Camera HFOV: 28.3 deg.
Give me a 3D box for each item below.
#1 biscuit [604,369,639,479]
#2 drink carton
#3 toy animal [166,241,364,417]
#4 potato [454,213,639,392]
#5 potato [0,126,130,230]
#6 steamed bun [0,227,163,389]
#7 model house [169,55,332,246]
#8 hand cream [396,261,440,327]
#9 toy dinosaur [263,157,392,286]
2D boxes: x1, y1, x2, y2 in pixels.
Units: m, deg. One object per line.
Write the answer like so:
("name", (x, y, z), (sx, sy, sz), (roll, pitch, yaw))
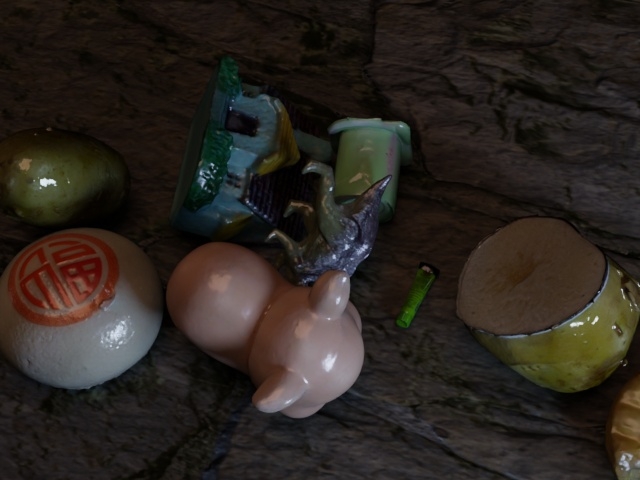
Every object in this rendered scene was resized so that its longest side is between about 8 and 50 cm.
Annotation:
("biscuit", (0.562, 0.274, 1.873), (0.274, 0.091, 0.213), (6, 60, 13))
("drink carton", (0.077, -0.112, 2.168), (0.144, 0.146, 0.142), (4, 66, 10))
("toy animal", (-0.079, 0.129, 1.956), (0.326, 0.269, 0.237), (34, 83, -17))
("potato", (0.357, 0.111, 1.963), (0.246, 0.196, 0.299), (-38, 31, -2))
("potato", (-0.444, -0.103, 2.140), (0.210, 0.307, 0.173), (20, 98, 15))
("steamed bun", (-0.399, 0.094, 2.059), (0.283, 0.177, 0.283), (-3, 56, 5))
("model house", (-0.101, -0.126, 2.170), (0.249, 0.230, 0.280), (16, 59, -12))
("hand cream", (0.158, 0.088, 2.086), (0.036, 0.023, 0.122), (23, 61, 10))
("toy dinosaur", (0.000, 0.000, 2.077), (0.162, 0.077, 0.294), (29, 104, 4))
